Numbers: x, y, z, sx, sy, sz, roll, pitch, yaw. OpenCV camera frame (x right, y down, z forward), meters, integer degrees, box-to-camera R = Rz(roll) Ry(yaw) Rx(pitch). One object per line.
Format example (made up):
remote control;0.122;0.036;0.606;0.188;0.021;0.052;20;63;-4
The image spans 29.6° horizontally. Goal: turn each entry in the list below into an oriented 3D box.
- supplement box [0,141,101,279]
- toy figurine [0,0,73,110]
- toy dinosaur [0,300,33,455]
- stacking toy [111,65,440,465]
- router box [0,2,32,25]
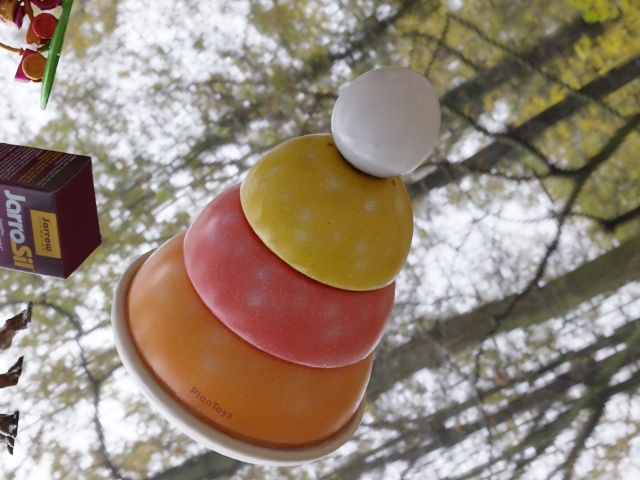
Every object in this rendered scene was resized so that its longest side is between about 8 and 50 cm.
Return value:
supplement box;-0.325;-0.037;1.219;0.081;0.188;0.104;-57;-28;-55
toy figurine;-0.371;-0.252;1.377;0.159;0.130;0.173;15;-91;-12
toy dinosaur;-0.396;0.135;1.197;0.200;0.295;0.127;7;-112;-14
stacking toy;0.000;0.000;1.407;0.351;0.480;0.350;24;-145;-18
router box;-0.448;-0.481;1.474;0.301;0.082;0.335;28;-121;-30
